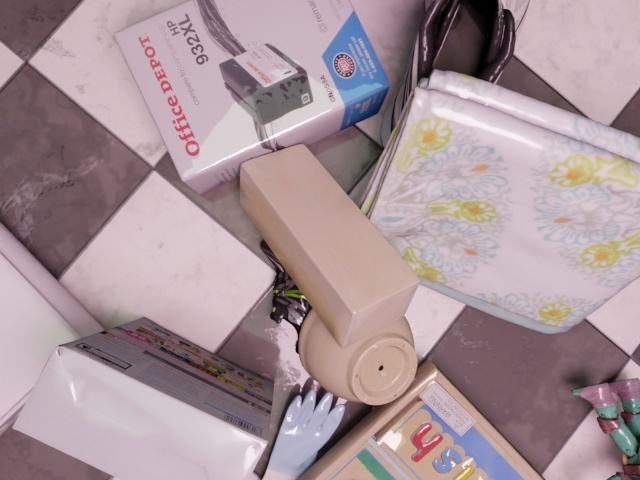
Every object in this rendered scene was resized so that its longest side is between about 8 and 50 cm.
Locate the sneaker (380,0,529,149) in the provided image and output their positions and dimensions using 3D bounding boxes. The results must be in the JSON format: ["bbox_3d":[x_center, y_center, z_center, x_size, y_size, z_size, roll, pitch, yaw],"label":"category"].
[{"bbox_3d":[0.224,-0.318,0.729,0.169,0.257,0.448,20,86,-2],"label":"sneaker"}]

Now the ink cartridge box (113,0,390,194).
[{"bbox_3d":[-0.092,-0.233,0.773,0.307,0.129,0.223,-25,89,-3],"label":"ink cartridge box"}]

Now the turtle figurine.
[{"bbox_3d":[0.437,0.317,0.760,0.175,0.118,0.234,12,61,-44],"label":"turtle figurine"}]

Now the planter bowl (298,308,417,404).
[{"bbox_3d":[0.064,0.153,0.742,0.162,0.109,0.162,-8,110,-22],"label":"planter bowl"}]

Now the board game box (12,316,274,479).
[{"bbox_3d":[-0.177,0.192,0.660,0.224,0.303,0.098,27,86,-1],"label":"board game box"}]

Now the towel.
[{"bbox_3d":[0.236,-0.024,0.693,0.374,0.320,0.090,19,55,-2],"label":"towel"}]

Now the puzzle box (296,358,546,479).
[{"bbox_3d":[0.192,0.403,0.758,0.272,0.052,0.409,-44,93,4],"label":"puzzle box"}]

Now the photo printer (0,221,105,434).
[{"bbox_3d":[-0.495,0.106,0.747,0.256,0.107,0.307,-43,90,-4],"label":"photo printer"}]

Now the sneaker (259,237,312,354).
[{"bbox_3d":[-0.044,0.080,0.791,0.078,0.067,0.188,-24,92,-10],"label":"sneaker"}]

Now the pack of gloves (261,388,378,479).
[{"bbox_3d":[0.019,0.336,0.804,0.195,0.046,0.232,21,95,-3],"label":"pack of gloves"}]

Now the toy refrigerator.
[{"bbox_3d":[0.000,0.000,0.720,0.102,0.094,0.269,-23,58,-26],"label":"toy refrigerator"}]
